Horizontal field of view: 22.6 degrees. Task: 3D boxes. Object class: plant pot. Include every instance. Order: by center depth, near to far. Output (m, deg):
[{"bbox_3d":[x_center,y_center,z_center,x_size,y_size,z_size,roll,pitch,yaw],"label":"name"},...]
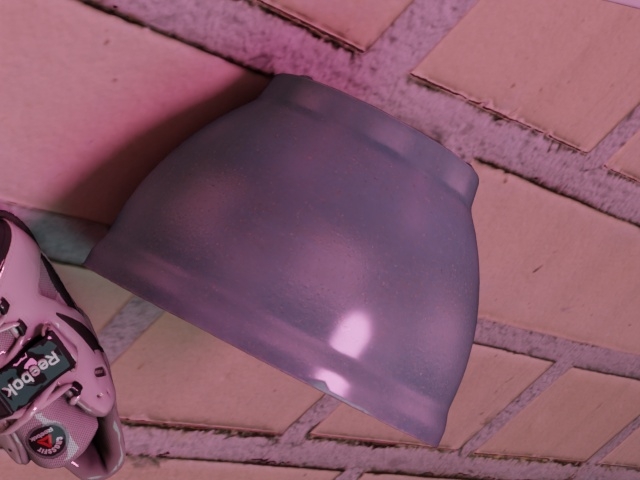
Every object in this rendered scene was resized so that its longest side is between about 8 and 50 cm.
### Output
[{"bbox_3d":[0.000,0.000,1.184,0.196,0.293,0.293,-62,150,-3],"label":"plant pot"}]

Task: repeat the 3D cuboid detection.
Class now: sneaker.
[{"bbox_3d":[-0.221,0.089,1.191,0.122,0.146,0.330,-34,151,2],"label":"sneaker"}]

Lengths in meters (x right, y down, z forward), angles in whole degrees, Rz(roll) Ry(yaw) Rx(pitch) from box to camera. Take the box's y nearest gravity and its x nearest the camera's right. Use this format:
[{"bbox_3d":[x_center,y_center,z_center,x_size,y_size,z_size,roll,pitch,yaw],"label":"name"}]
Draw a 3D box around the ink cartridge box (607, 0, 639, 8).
[{"bbox_3d":[0.169,-0.243,1.070,0.218,0.158,0.092,-1,139,-47],"label":"ink cartridge box"}]
